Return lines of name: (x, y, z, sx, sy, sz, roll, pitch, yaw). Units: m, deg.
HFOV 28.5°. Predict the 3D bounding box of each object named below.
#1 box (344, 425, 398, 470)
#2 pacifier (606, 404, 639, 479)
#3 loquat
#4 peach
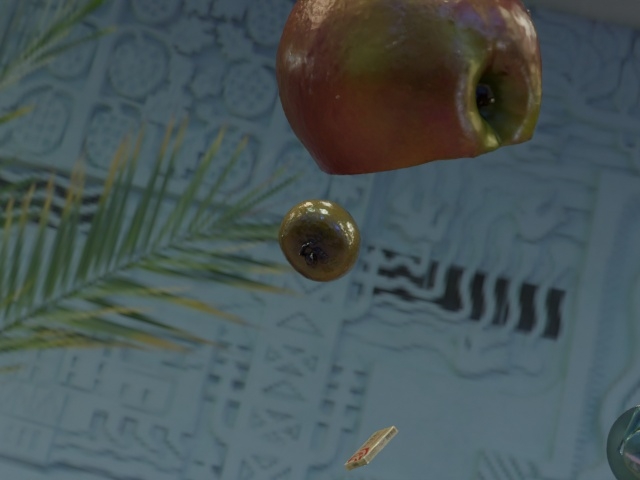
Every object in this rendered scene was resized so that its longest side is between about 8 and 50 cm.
box: (0.084, 0.345, 2.096, 0.015, 0.093, 0.058, 54, -40, -4)
pacifier: (0.425, 0.255, 1.518, 0.150, 0.127, 0.116, 20, 9, 41)
loquat: (0.000, 0.000, 2.194, 0.137, 0.163, 0.163, -28, -34, 14)
peach: (0.087, -0.245, 1.696, 0.242, 0.306, 0.380, -7, 9, -35)
